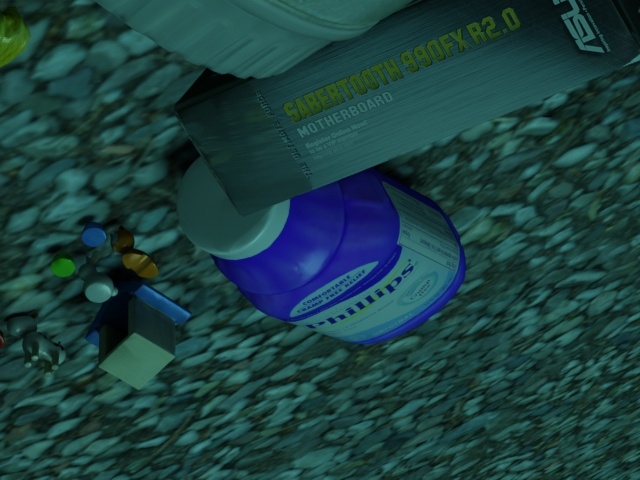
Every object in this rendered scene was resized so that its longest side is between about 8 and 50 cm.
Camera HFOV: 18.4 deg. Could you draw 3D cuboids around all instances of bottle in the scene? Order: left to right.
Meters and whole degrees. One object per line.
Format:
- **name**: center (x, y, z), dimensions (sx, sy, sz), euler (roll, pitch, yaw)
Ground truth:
- **bottle**: center (0.000, 0.000, 1.283), dimensions (0.118, 0.092, 0.283), euler (-33, 159, 14)

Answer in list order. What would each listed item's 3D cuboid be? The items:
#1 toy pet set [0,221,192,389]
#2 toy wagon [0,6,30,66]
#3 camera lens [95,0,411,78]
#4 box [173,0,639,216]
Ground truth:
- **toy pet set**: center (-0.139, 0.035, 1.271), dimensions (0.114, 0.065, 0.122), euler (33, 119, -27)
- **toy wagon**: center (-0.237, -0.121, 0.741), dimensions (0.267, 0.068, 0.344), euler (-34, 159, 16)
- **camera lens**: center (0.023, -0.211, 0.640), dimensions (0.274, 0.219, 0.219), euler (-38, 157, 25)
- **box**: center (0.064, -0.113, 0.816), dimensions (0.183, 0.056, 0.231), euler (-20, -159, 31)
